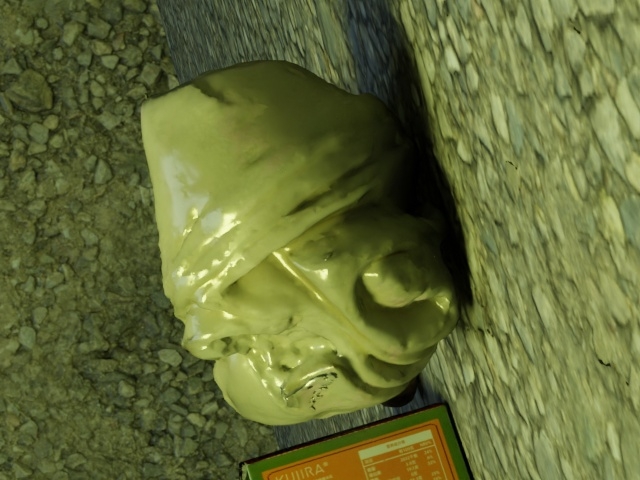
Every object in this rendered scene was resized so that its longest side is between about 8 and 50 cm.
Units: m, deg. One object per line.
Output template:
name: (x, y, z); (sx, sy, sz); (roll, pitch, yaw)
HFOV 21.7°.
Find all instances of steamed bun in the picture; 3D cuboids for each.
steamed bun: (0.000, 0.000, 1.312); (0.320, 0.206, 0.275); (42, -138, -61)

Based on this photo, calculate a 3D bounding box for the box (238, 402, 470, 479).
box: (0.037, 0.255, 1.567); (0.177, 0.195, 0.148); (101, 152, -74)

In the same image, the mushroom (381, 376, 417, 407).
mushroom: (0.036, 0.063, 1.647); (0.094, 0.072, 0.210); (115, 139, -65)
